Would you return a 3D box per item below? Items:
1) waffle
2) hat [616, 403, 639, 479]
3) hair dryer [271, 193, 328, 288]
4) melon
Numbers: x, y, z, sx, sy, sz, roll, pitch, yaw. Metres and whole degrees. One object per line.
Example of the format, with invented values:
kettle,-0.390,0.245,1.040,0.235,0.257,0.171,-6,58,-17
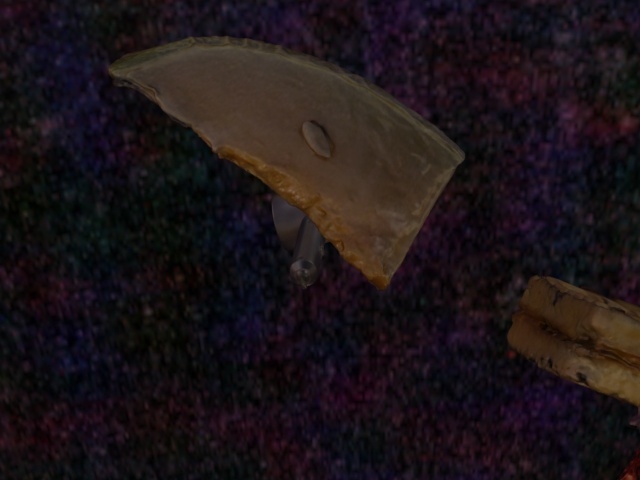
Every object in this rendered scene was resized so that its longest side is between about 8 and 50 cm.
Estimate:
waffle,0.440,0.157,1.791,0.376,0.261,0.114,20,91,-11
hat,0.158,0.159,0.718,0.227,0.129,0.140,-41,51,10
hair dryer,0.000,0.000,0.890,0.063,0.037,0.114,-12,25,13
melon,-0.017,-0.062,0.782,0.182,0.054,0.098,38,60,-6
